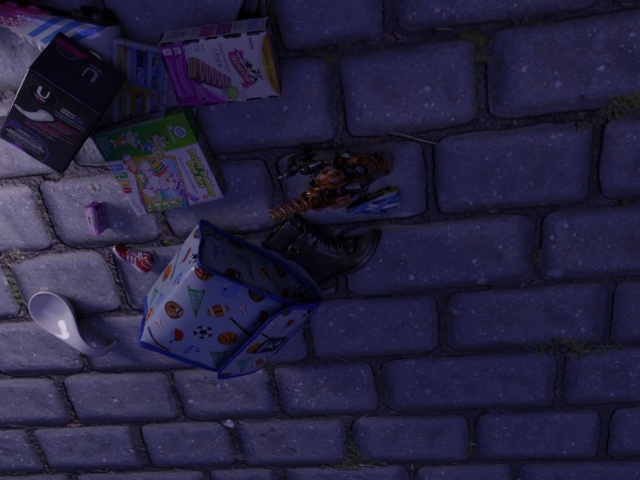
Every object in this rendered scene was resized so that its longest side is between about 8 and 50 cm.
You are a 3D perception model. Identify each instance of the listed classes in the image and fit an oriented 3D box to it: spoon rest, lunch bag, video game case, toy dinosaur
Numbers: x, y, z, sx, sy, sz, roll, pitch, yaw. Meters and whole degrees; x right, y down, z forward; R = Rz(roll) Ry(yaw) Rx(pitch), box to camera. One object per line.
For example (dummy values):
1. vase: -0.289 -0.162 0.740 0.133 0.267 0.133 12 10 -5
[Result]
1. spoon rest: -0.737 0.253 1.710 0.276 0.084 0.137 40 115 -15
2. lunch bag: -0.234 0.188 1.543 0.386 0.238 0.328 29 118 -27
3. video game case: -0.383 -0.351 1.348 0.194 0.023 0.212 10 131 -9
4. toy dinosaur: 0.018 -0.138 1.334 0.322 0.218 0.164 -9 106 -36

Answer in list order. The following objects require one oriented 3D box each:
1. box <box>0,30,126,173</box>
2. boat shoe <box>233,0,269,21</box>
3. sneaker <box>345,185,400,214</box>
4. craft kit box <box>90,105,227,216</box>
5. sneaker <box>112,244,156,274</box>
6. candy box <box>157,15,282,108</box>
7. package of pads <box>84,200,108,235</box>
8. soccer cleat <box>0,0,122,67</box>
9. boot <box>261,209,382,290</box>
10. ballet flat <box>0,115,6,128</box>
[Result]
1. box: -0.586 -0.302 1.307 0.165 0.143 0.270 34 139 -24
2. boat shoe: -0.162 -0.462 1.274 0.078 0.070 0.219 13 118 -1
3. sneaker: 0.134 -0.086 1.451 0.144 0.053 0.059 -18 116 16
4. craft kit box: -0.392 -0.190 1.428 0.247 0.061 0.249 -13 127 10
5. sneaker: -0.508 0.039 1.594 0.118 0.042 0.067 40 119 -22
6. candy box: -0.211 -0.380 1.250 0.234 0.071 0.159 -7 137 5
7. package of pads: -0.598 -0.060 1.547 0.032 0.050 0.083 3 118 11
8. soccer cleat: -0.614 -0.462 1.299 0.332 0.116 0.143 10 118 1
9. boot: 0.000 0.000 1.489 0.229 0.091 0.263 42 116 -16
10. ballet flat: -0.760 -0.286 1.454 0.168 0.057 0.052 19 90 -8
